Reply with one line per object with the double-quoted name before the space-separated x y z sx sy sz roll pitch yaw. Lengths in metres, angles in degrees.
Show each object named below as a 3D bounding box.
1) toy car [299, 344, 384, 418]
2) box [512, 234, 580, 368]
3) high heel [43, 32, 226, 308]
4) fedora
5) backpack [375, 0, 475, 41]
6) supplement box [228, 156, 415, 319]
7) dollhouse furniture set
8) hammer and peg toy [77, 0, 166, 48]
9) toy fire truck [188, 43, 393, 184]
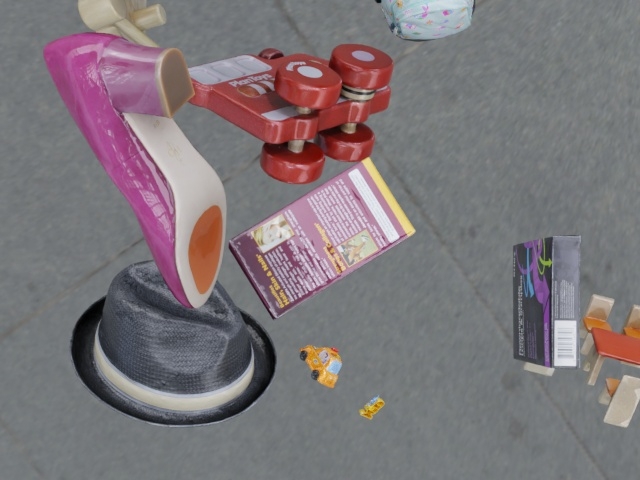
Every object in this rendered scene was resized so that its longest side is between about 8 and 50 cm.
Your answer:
"toy car" 0.030 0.162 1.435 0.040 0.060 0.122 -43 125 13
"box" 0.206 0.057 1.094 0.029 0.162 0.116 1 87 -2
"high heel" -0.229 -0.085 1.496 0.181 0.127 0.377 11 123 26
"fedora" -0.228 0.136 1.859 0.334 0.334 0.152 18 131 12
"backpack" 0.155 -0.348 1.678 0.152 0.182 0.115 -19 81 5
"supplement box" 0.000 0.000 1.361 0.188 0.081 0.104 -31 86 -7
"dollhouse furniture set" 0.471 0.171 1.961 0.259 0.262 0.135 14 117 -6
"hammer and peg toy" -0.358 -0.445 1.997 0.127 0.361 0.266 -15 145 14
"toy fire truck" -0.044 -0.235 1.872 0.254 0.302 0.169 33 128 28
